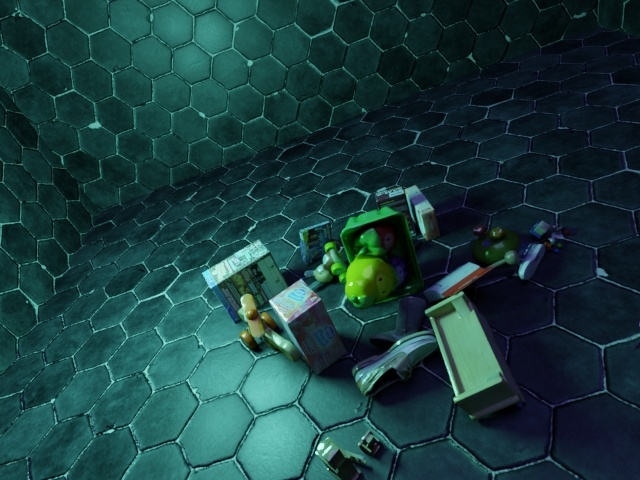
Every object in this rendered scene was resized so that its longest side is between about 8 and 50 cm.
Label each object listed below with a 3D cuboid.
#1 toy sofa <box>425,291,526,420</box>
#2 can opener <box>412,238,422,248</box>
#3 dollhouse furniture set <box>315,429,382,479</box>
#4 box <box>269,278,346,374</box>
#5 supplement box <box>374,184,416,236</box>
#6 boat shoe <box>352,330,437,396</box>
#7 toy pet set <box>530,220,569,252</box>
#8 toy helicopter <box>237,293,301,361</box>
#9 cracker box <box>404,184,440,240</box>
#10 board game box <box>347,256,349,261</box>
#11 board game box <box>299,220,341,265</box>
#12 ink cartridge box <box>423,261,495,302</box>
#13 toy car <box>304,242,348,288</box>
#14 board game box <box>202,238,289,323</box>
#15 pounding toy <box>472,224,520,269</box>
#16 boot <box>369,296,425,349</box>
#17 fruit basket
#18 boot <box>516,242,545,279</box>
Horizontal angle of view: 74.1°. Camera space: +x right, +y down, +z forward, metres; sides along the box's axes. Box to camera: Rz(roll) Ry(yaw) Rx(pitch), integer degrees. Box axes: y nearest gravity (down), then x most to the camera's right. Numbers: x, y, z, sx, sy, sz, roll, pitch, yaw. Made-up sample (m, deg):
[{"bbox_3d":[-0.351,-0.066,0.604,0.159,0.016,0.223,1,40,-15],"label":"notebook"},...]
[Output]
[{"bbox_3d":[0.467,0.354,1.308,0.150,0.177,0.362,-34,32,20],"label":"toy sofa"},{"bbox_3d":[0.371,0.042,1.826,0.186,0.073,0.059,-29,27,-24],"label":"can opener"},{"bbox_3d":[0.070,0.568,1.196,0.161,0.181,0.101,-42,40,-25],"label":"dollhouse furniture set"},{"bbox_3d":[-0.040,0.307,1.494,0.142,0.299,0.154,-33,36,-14],"label":"box"},{"bbox_3d":[0.335,-0.115,1.890,0.130,0.239,0.073,-16,36,10],"label":"supplement box"},{"bbox_3d":[0.255,0.407,1.379,0.302,0.113,0.103,-31,37,5],"label":"boat shoe"},{"bbox_3d":[0.874,-0.013,1.639,0.114,0.065,0.122,39,65,13],"label":"toy pet set"},{"bbox_3d":[-0.199,0.341,1.594,0.140,0.234,0.355,-41,39,-24],"label":"toy helicopter"},{"bbox_3d":[0.455,-0.126,1.911,0.067,0.155,0.232,-21,35,3],"label":"cracker box"},{"bbox_3d":[0.244,0.039,1.861,0.260,0.030,0.136,-20,0,3],"label":"board game box"},{"bbox_3d":[0.000,0.000,2.006,0.194,0.194,0.060,-19,34,-20],"label":"board game box"},{"bbox_3d":[0.488,0.140,1.515,0.189,0.232,0.066,-32,77,-12],"label":"ink cartridge box"},{"bbox_3d":[0.016,0.130,1.848,0.189,0.149,0.155,-29,45,11],"label":"toy car"},{"bbox_3d":[-0.326,0.179,1.879,0.291,0.232,0.141,-32,35,-13],"label":"board game box"},{"bbox_3d":[0.658,0.006,1.626,0.183,0.110,0.236,-21,26,29],"label":"pounding toy"},{"bbox_3d":[0.282,0.293,1.532,0.190,0.076,0.208,4,48,12],"label":"boot"},{"bbox_3d":[0.220,0.095,1.569,0.283,0.392,0.392,-18,36,7],"label":"fruit basket"},{"bbox_3d":[0.755,0.077,1.572,0.086,0.069,0.190,8,38,47],"label":"boot"}]
